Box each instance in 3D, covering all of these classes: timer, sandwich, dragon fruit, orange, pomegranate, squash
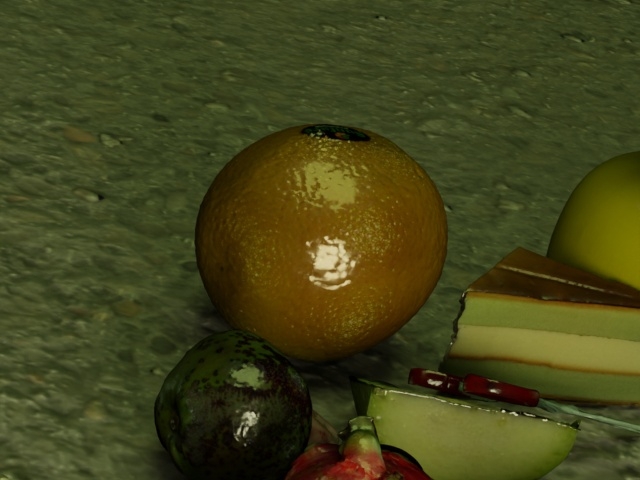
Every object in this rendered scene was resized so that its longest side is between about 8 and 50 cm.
[{"bbox_3d":[0.367,-0.011,1.798,0.285,0.285,0.285,11,24,-5],"label":"timer"},{"bbox_3d":[0.222,0.102,1.668,0.187,0.117,0.144,22,28,14],"label":"sandwich"},{"bbox_3d":[0.015,0.213,1.244,0.160,0.167,0.172,-5,12,9],"label":"dragon fruit"},{"bbox_3d":[0.000,0.000,1.656,0.236,0.236,0.236,11,24,-5],"label":"orange"},{"bbox_3d":[-0.060,0.151,1.440,0.125,0.163,0.138,-44,32,-17],"label":"pomegranate"},{"bbox_3d":[0.107,0.171,1.531,0.191,0.085,0.184,13,-5,-8],"label":"squash"}]

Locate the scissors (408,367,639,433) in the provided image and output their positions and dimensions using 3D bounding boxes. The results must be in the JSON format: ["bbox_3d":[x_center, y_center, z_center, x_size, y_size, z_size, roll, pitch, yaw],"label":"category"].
[{"bbox_3d":[0.209,0.146,1.590,0.247,0.017,0.144,15,-7,-23],"label":"scissors"}]

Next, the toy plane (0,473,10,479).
[{"bbox_3d":[-0.180,0.211,1.250,0.286,0.108,0.092,11,19,-37],"label":"toy plane"}]
